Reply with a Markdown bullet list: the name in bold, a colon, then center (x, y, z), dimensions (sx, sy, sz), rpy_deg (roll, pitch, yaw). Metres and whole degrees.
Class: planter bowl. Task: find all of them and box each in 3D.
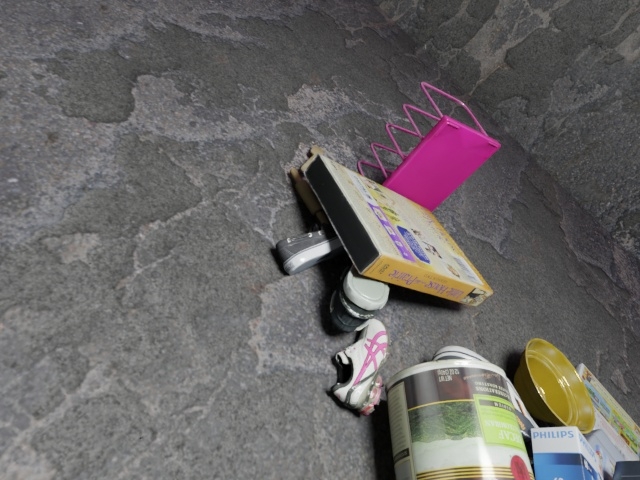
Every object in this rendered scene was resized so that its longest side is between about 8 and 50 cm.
- **planter bowl**: center (0.515, 0.344, 1.013), dimensions (0.217, 0.090, 0.217), rpy_deg (24, 42, -23)

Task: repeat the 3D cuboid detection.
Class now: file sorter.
- **file sorter**: center (0.262, -0.229, 1.154), dimensions (0.202, 0.291, 0.182), rpy_deg (11, 46, -34)

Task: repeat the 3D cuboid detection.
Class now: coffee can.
- **coffee can**: center (0.208, 0.346, 0.651), dimensions (0.201, 0.201, 0.276), rpy_deg (22, 45, -25)

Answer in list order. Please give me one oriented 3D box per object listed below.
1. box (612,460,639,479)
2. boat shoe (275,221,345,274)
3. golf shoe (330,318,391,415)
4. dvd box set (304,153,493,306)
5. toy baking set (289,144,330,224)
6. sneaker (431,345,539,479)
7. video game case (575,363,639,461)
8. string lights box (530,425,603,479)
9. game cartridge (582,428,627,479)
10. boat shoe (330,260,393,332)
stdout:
- **box**: center (0.635, 0.573, 0.689), dimensions (0.212, 0.293, 0.395), rpy_deg (45, 52, 2)
- **boat shoe**: center (0.000, 0.000, 0.894), dimensions (0.228, 0.080, 0.076), rpy_deg (-23, 74, -41)
- **golf shoe**: center (0.072, 0.204, 0.773), dimensions (0.086, 0.067, 0.186), rpy_deg (33, 40, -11)
- **dvd box set**: center (0.179, -0.014, 0.975), dimensions (0.420, 0.062, 0.308), rpy_deg (18, 34, -42)
- **toy baking set**: center (0.016, -0.122, 1.052), dimensions (0.196, 0.030, 0.256), rpy_deg (-17, 68, -51)
- **sneaker**: center (0.324, 0.346, 0.817), dimensions (0.321, 0.126, 0.127), rpy_deg (48, 33, 2)
- **video game case**: center (0.746, 0.468, 1.155), dimensions (0.227, 0.026, 0.206), rpy_deg (51, 39, 10)
- **string lights box**: center (0.390, 0.440, 0.669), dimensions (0.133, 0.076, 0.260), rpy_deg (47, 41, -29)
- **game cartridge**: center (0.615, 0.550, 0.947), dimensions (0.297, 0.062, 0.198), rpy_deg (-20, 74, -48)
- **boat shoe**: center (0.092, 0.081, 0.884), dimensions (0.114, 0.091, 0.302), rpy_deg (38, 25, 11)
